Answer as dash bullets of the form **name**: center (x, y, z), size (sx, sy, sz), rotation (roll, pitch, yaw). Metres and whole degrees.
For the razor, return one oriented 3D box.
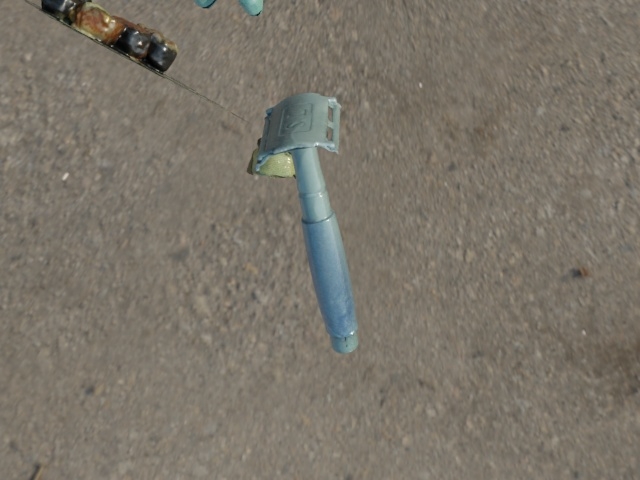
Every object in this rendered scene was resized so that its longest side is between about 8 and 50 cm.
- **razor**: center (0.000, 0.000, 0.518), size (0.040, 0.068, 0.135), rotation (-8, 118, 7)

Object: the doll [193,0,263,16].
- **doll**: center (-0.124, -0.446, 1.662), size (0.159, 0.059, 0.159), rotation (6, 78, 17)

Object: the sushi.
- **sushi**: center (-0.247, -0.266, 1.346), size (0.290, 0.264, 0.050), rotation (25, 97, -39)

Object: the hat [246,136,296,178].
- **hat**: center (-0.062, -0.118, 1.481), size (0.077, 0.076, 0.059), rotation (6, 99, -26)
